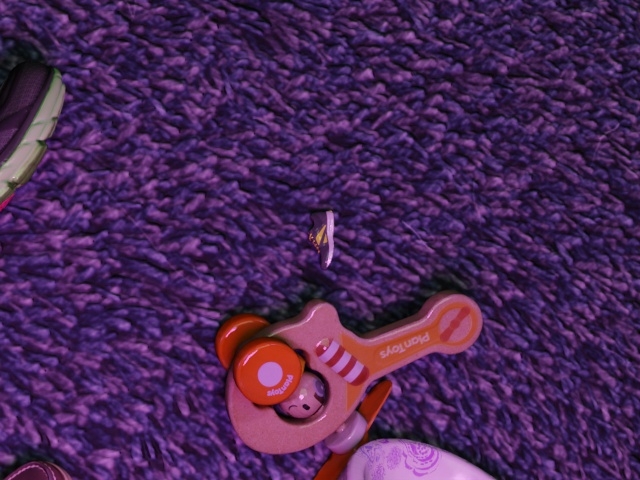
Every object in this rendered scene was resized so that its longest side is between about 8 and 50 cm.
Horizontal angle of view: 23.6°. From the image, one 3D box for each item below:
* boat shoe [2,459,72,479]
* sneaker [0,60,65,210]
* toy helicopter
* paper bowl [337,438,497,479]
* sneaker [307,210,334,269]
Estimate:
[{"bbox_3d":[-0.416,0.387,1.761,0.123,0.123,0.342,27,70,34],"label":"boat shoe"},{"bbox_3d":[-0.497,-0.072,1.829,0.202,0.185,0.483,48,67,-7],"label":"sneaker"},{"bbox_3d":[0.051,0.173,1.975,0.355,0.140,0.234,-22,108,-11],"label":"toy helicopter"},{"bbox_3d":[0.132,0.388,1.906,0.284,0.284,0.148,23,114,-12],"label":"paper bowl"},{"bbox_3d":[0.000,0.000,2.064,0.035,0.031,0.083,2,72,-4],"label":"sneaker"}]
